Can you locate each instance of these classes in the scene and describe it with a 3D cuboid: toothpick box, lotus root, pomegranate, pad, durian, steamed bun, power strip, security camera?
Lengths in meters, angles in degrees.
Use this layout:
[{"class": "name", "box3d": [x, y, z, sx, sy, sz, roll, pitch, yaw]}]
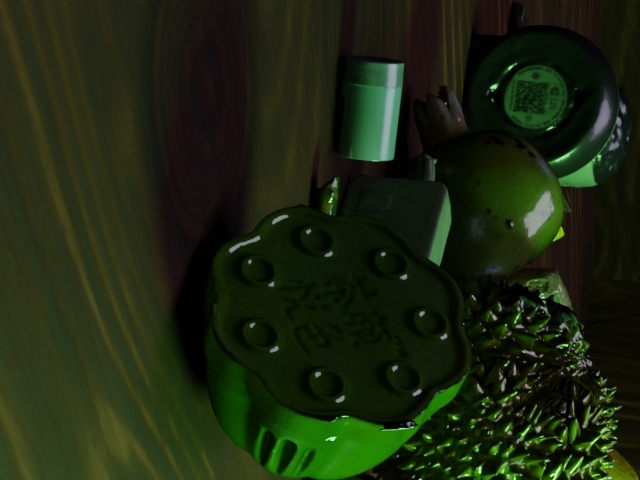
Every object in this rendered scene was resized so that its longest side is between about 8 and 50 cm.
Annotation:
[{"class": "toothpick box", "box3d": [0.042, -0.113, 1.350, 0.052, 0.052, 0.083, -33, 129, -72]}, {"class": "lotus root", "box3d": [-0.006, 0.097, 1.073, 0.186, 0.186, 0.186, 7, 90, -76]}, {"class": "pomegranate", "box3d": [0.148, -0.055, 1.616, 0.210, 0.180, 0.180, 69, 15, 2]}, {"class": "pad", "box3d": [0.334, -0.195, 2.387, 0.286, 0.018, 0.284, 30, 49, -76]}, {"class": "durian", "box3d": [0.152, 0.165, 1.524, 0.224, 0.291, 0.291, -37, -159, 39]}, {"class": "steamed bun", "box3d": [0.282, 0.121, 2.238, 0.106, 0.144, 0.175, -59, 147, -56]}, {"class": "power strip", "box3d": [0.053, 0.028, 1.374, 0.053, 0.093, 0.288, 75, 25, -50]}, {"class": "security camera", "box3d": [0.303, -0.154, 2.052, 0.277, 0.191, 0.197, 25, 71, -70]}]

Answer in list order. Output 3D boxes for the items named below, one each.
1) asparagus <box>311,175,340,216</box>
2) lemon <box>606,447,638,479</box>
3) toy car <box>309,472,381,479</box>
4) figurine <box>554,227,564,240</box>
[{"class": "asparagus", "box3d": [0.001, 0.000, 1.302, 0.025, 0.021, 0.108, -9, 106, -71]}, {"class": "lemon", "box3d": [0.353, 0.416, 2.381, 0.297, 0.297, 0.297, 7, 90, -76]}, {"class": "toy car", "box3d": [0.016, 0.284, 1.408, 0.062, 0.071, 0.165, -21, 118, -58]}, {"class": "figurine", "box3d": [0.313, -0.024, 2.439, 0.178, 0.109, 0.130, -64, 175, -71]}]
